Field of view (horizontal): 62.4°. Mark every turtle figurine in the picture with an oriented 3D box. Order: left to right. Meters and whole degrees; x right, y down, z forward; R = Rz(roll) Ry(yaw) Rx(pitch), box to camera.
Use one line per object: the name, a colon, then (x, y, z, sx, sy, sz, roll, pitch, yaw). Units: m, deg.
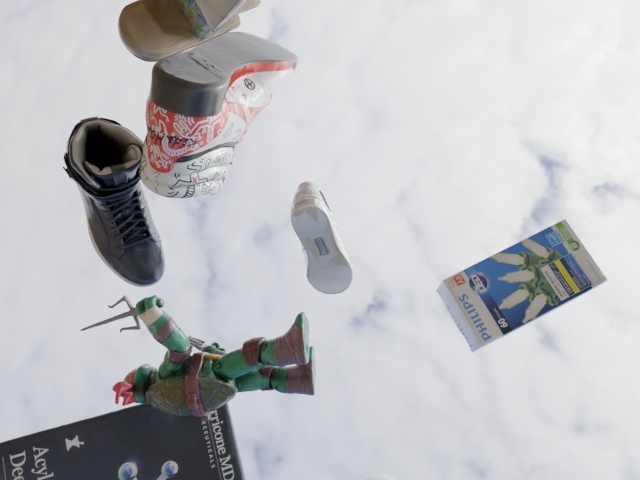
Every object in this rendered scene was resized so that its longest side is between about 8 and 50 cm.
turtle figurine: (-0.125, 0.133, 0.571, 0.233, 0.175, 0.118, -3, -113, 3)

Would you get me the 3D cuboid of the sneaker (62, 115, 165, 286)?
sneaker: (-0.243, -0.040, 0.646, 0.086, 0.226, 0.163, -28, -166, -27)

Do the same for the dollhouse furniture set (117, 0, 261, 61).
dollhouse furniture set: (-0.119, -0.226, 0.264, 0.161, 0.242, 0.212, -37, -165, -28)

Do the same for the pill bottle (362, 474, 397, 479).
pill bottle: (0.142, 0.441, 0.600, 0.188, 0.187, 0.334, -56, -138, 1)

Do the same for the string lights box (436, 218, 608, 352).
string lights box: (0.358, 0.082, 0.955, 0.259, 0.077, 0.134, -25, -108, -9)

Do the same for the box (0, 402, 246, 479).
box: (-0.325, 0.420, 0.812, 0.212, 0.395, 0.294, -38, -115, 59)

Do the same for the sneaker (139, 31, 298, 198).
sneaker: (-0.114, -0.145, 0.605, 0.090, 0.270, 0.145, 25, -58, 4)

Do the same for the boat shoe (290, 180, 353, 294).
boat shoe: (0.000, 0.000, 0.708, 0.066, 0.184, 0.063, -13, -135, 14)
